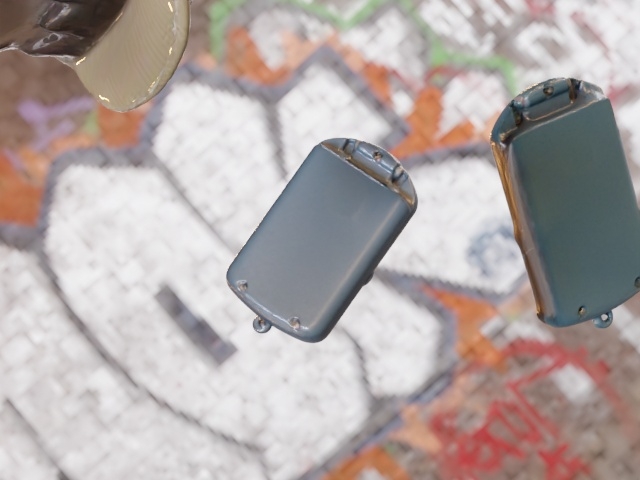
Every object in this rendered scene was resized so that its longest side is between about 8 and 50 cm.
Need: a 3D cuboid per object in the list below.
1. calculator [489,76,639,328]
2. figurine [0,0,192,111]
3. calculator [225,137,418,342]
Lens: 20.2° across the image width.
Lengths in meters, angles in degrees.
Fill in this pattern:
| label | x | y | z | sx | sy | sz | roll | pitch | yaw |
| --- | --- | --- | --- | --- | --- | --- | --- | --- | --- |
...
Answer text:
| label | x | y | z | sx | sy | sz | roll | pitch | yaw |
| --- | --- | --- | --- | --- | --- | --- | --- | --- | --- |
| calculator | 0.285 | -0.039 | 2.011 | 0.173 | 0.293 | 0.051 | -24 | 14 | -31 |
| figurine | -0.214 | -0.177 | 0.923 | 0.185 | 0.332 | 0.204 | 122 | 153 | -58 |
| calculator | 0.000 | 0.000 | 1.689 | 0.210 | 0.121 | 0.039 | -55 | -22 | -2 |
